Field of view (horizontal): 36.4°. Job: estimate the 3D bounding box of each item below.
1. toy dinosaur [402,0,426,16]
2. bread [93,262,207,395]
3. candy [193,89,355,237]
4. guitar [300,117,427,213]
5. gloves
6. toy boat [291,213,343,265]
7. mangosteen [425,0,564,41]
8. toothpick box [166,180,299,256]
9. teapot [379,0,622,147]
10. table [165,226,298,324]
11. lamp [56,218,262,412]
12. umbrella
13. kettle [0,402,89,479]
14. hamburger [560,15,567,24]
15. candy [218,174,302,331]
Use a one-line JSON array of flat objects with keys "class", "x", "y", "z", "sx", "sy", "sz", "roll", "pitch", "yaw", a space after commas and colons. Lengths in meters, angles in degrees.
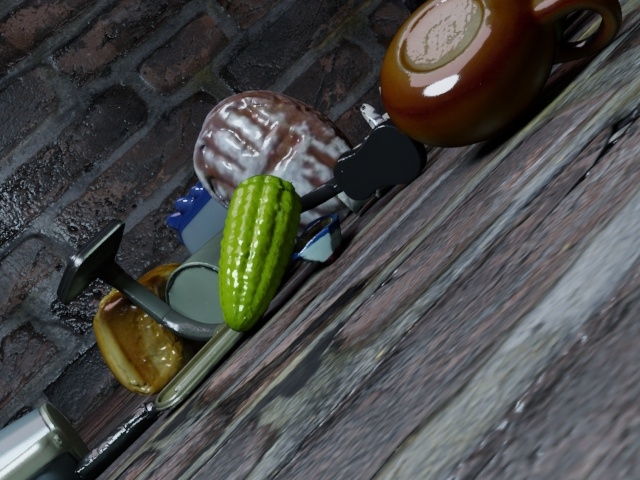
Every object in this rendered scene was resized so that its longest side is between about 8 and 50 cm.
[{"class": "toy dinosaur", "x": 0.165, "y": -0.358, "z": 1.294, "sx": 0.162, "sy": 0.077, "sz": 0.294, "roll": -54, "pitch": -27, "yaw": -14}, {"class": "bread", "x": -0.251, "y": 0.136, "z": 1.520, "sx": 0.132, "sy": 0.167, "sz": 0.294, "roll": -19, "pitch": 6, "yaw": 7}, {"class": "candy", "x": -0.067, "y": -0.123, "z": 1.592, "sx": 0.214, "sy": 0.289, "sz": 0.157, "roll": -63, "pitch": 4, "yaw": 14}, {"class": "guitar", "x": 0.017, "y": -0.069, "z": 1.285, "sx": 0.271, "sy": 0.084, "sz": 0.038, "roll": -29, "pitch": 12, "yaw": 31}, {"class": "gloves", "x": 0.097, "y": -0.141, "z": 1.408, "sx": 0.212, "sy": 0.111, "sz": 0.127, "roll": -46, "pitch": -21, "yaw": 2}, {"class": "toy boat", "x": 0.000, "y": 0.000, "z": 1.274, "sx": 0.080, "sy": 0.046, "sz": 0.229, "roll": -44, "pitch": 3, "yaw": 3}, {"class": "mangosteen", "x": 0.218, "y": -0.276, "z": 1.203, "sx": 0.184, "sy": 0.172, "sz": 0.172, "roll": -33, "pitch": 8, "yaw": 23}, {"class": "toothpick box", "x": -0.140, "y": -0.065, "z": 1.870, "sx": 0.354, "sy": 0.263, "sz": 0.263, "roll": -41, "pitch": 4, "yaw": 48}, {"class": "teapot", "x": 0.166, "y": -0.166, "z": 0.921, "sx": 0.252, "sy": 0.135, "sz": 0.178, "roll": -19, "pitch": 51, "yaw": 32}, {"class": "table", "x": -0.127, "y": 0.047, "z": 1.453, "sx": 0.126, "sy": 0.126, "sz": 0.220, "roll": -41, "pitch": 5, "yaw": 30}, {"class": "lamp", "x": -0.235, "y": 0.109, "z": 1.273, "sx": 0.203, "sy": 0.283, "sz": 0.124, "roll": -48, "pitch": -21, "yaw": -39}, {"class": "umbrella", "x": -0.259, "y": 0.257, "z": 1.247, "sx": 0.133, "sy": 0.031, "sz": 0.036, "roll": -44, "pitch": 20, "yaw": -12}, {"class": "kettle", "x": -0.425, "y": 0.326, "z": 1.261, "sx": 0.243, "sy": 0.160, "sz": 0.210, "roll": -39, "pitch": -7, "yaw": -8}, {"class": "hamburger", "x": 0.271, "y": -0.305, "z": 1.406, "sx": 0.210, "sy": 0.116, "sz": 0.173, "roll": -46, "pitch": -5, "yaw": 18}, {"class": "candy", "x": -0.083, "y": 0.019, "z": 1.231, "sx": 0.097, "sy": 0.097, "sz": 0.209, "roll": -38, "pitch": 35, "yaw": 55}]
